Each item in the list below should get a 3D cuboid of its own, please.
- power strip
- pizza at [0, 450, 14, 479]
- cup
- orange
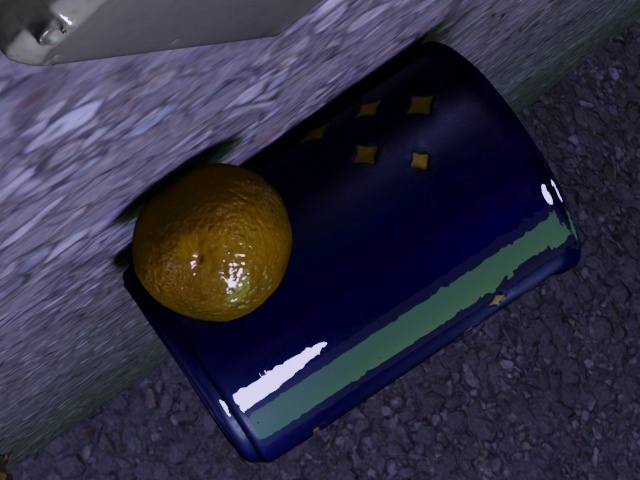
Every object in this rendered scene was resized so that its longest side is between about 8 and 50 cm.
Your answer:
[{"bbox_3d":[-0.019,-0.080,0.389,0.076,0.028,0.169,-37,176,23],"label":"power strip"},{"bbox_3d":[-0.254,0.158,0.945,0.127,0.058,0.246,-43,-165,-2],"label":"pizza"},{"bbox_3d":[0.012,0.017,1.019,0.256,0.178,0.255,-34,176,-6],"label":"cup"},{"bbox_3d":[-0.057,0.000,0.802,0.085,0.085,0.095,-37,-172,15],"label":"orange"}]
